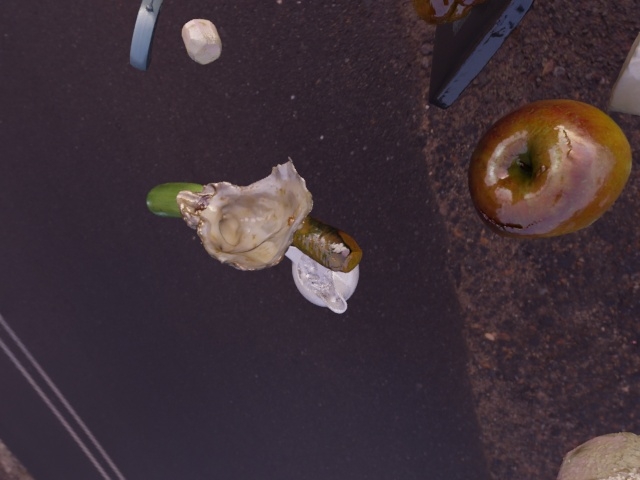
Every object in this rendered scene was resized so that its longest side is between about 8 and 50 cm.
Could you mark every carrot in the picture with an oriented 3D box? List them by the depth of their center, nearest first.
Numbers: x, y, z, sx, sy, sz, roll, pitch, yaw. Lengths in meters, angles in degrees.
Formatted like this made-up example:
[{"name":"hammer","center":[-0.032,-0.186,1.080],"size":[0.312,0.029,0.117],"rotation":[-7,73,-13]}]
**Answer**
[{"name":"carrot","center":[0.000,0.000,0.832],"size":[0.173,0.082,0.082],"rotation":[36,135,32]}]

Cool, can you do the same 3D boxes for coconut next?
[{"name":"coconut","center":[0.403,0.350,0.548],"size":[0.195,0.194,0.194],"rotation":[11,127,16]},{"name":"coconut","center":[-0.387,-0.655,1.390],"size":[0.116,0.116,0.122],"rotation":[-39,68,38]}]

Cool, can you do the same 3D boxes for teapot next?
[{"name":"teapot","center":[-0.004,0.074,1.158],"size":[0.298,0.140,0.204],"rotation":[40,120,28]}]

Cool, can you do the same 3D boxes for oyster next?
[{"name":"oyster","center":[-0.106,-0.024,0.594],"size":[0.233,0.161,0.107],"rotation":[11,146,39]}]

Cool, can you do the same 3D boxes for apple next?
[{"name":"apple","center":[0.600,-0.180,1.141],"size":[0.374,0.374,0.384],"rotation":[36,127,-4]}]

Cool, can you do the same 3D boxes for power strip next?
[{"name":"power strip","center":[-0.449,-0.533,1.097],"size":[0.044,0.137,0.216],"rotation":[16,139,-21]}]

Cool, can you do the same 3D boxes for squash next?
[{"name":"squash","center":[-0.411,-0.115,1.231],"size":[0.395,0.107,0.107],"rotation":[7,129,46]}]

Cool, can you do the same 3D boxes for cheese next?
[{"name":"cheese","center":[0.825,-0.461,0.998],"size":[0.153,0.292,0.332],"rotation":[28,89,26]}]

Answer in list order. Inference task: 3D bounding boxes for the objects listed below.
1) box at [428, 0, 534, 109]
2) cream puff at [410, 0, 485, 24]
[{"name":"box","center":[0.312,-0.444,0.840],"size":[0.073,0.288,0.290],"rotation":[18,151,-10]},{"name":"cream puff","center":[0.107,-0.362,0.418],"size":[0.241,0.154,0.268],"rotation":[12,132,14]}]
